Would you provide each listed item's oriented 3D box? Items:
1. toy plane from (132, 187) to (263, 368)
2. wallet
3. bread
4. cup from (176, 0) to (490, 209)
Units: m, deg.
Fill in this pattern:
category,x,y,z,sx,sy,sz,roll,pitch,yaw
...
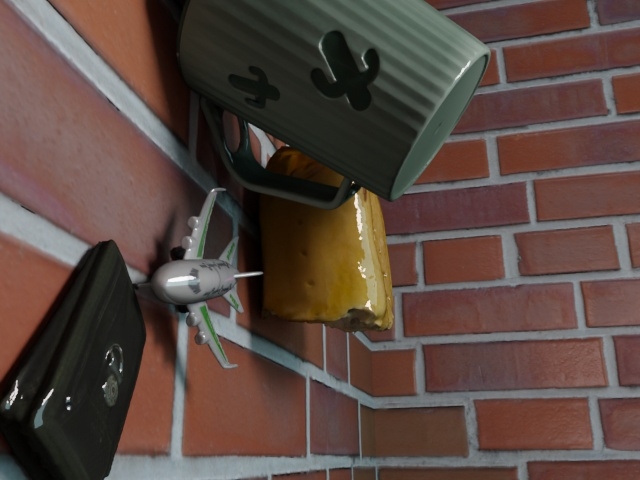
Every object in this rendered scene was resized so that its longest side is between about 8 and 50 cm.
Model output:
category,x,y,z,sx,sy,sz,roll,pitch,yaw
toy plane,-0.163,0.054,0.848,0.255,0.101,0.251,0,86,-74
wallet,-0.228,0.128,0.650,0.245,0.052,0.168,-83,167,-52
bread,0.000,0.000,1.297,0.361,0.250,0.394,31,51,-77
cup,0.011,-0.249,0.998,0.310,0.392,0.401,-49,167,-26
